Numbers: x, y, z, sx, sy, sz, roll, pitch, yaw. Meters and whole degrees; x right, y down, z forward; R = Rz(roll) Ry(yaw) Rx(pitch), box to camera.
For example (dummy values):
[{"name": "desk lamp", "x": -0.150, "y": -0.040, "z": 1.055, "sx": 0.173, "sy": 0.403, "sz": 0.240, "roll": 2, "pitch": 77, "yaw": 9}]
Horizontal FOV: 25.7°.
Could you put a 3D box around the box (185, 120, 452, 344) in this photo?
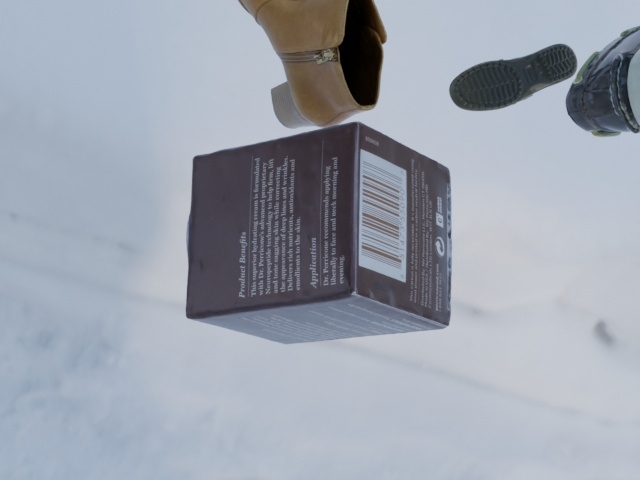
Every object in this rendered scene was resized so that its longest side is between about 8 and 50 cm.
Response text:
[{"name": "box", "x": 0.000, "y": 0.000, "z": 1.357, "sx": 0.167, "sy": 0.203, "sz": 0.168, "roll": 20, "pitch": 67, "yaw": -51}]

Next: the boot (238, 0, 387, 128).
[{"name": "boot", "x": -0.007, "y": -0.278, "z": 1.638, "sx": 0.104, "sy": 0.211, "sz": 0.295, "roll": -12, "pitch": 89, "yaw": -29}]

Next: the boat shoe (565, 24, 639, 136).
[{"name": "boat shoe", "x": 0.257, "y": -0.133, "z": 1.075, "sx": 0.228, "sy": 0.069, "sz": 0.081, "roll": -29, "pitch": 107, "yaw": -54}]

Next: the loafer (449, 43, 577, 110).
[{"name": "loafer", "x": 0.209, "y": -0.173, "z": 1.534, "sx": 0.148, "sy": 0.050, "sz": 0.056, "roll": -15, "pitch": 87, "yaw": -10}]
